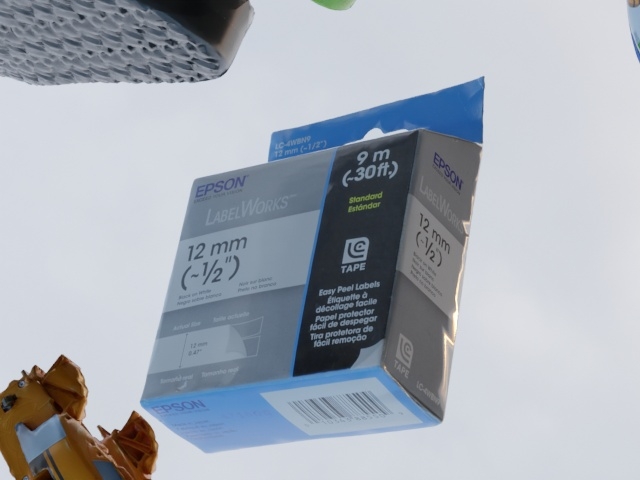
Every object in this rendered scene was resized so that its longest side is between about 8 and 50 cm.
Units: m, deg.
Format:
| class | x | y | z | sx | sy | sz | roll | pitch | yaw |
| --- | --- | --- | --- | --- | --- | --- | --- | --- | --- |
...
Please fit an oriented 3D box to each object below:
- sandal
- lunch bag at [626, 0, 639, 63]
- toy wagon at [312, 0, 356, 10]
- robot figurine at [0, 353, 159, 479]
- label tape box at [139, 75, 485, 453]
| class | x | y | z | sx | sy | sz | roll | pitch | yaw |
| --- | --- | --- | --- | --- | --- | --- | --- | --- | --- |
| sandal | -0.192 | -0.170 | 1.170 | 0.167 | 0.446 | 0.107 | 34 | -107 | -42 |
| lunch bag | 0.314 | -0.234 | 1.418 | 0.115 | 0.243 | 0.303 | -13 | -78 | -16 |
| toy wagon | -0.002 | -0.259 | 1.162 | 0.344 | 0.267 | 0.068 | -6 | -129 | -49 |
| robot figurine | -0.104 | 0.213 | 1.231 | 0.291 | 0.085 | 0.211 | 52 | -178 | 35 |
| label tape box | 0.000 | 0.000 | 1.692 | 0.115 | 0.249 | 0.347 | 41 | -132 | -44 |
